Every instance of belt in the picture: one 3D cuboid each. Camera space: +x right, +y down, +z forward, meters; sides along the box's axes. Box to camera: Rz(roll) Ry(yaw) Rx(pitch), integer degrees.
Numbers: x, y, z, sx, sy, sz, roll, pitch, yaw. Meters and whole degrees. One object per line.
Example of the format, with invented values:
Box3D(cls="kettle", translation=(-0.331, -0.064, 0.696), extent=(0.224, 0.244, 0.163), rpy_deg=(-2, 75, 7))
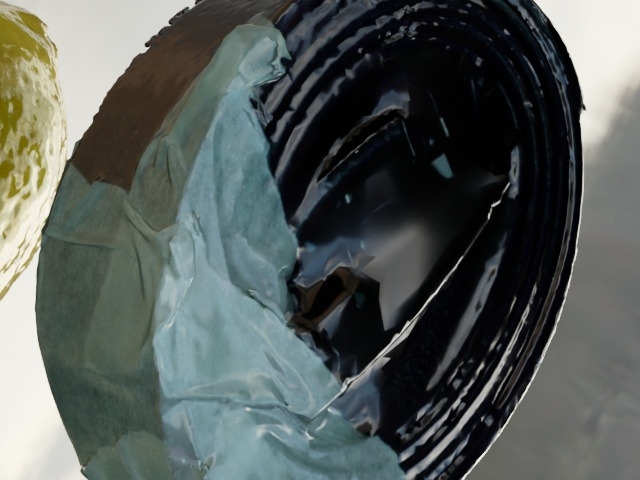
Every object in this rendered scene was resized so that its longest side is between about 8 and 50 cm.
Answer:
Box3D(cls="belt", translation=(0.000, 0.000, 0.528), extent=(0.151, 0.078, 0.198), rpy_deg=(48, 61, -30))

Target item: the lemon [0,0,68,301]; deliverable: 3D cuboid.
Box3D(cls="lemon", translation=(-0.191, -0.019, 0.681), extent=(0.207, 0.170, 0.170), rpy_deg=(-48, 163, -23))
